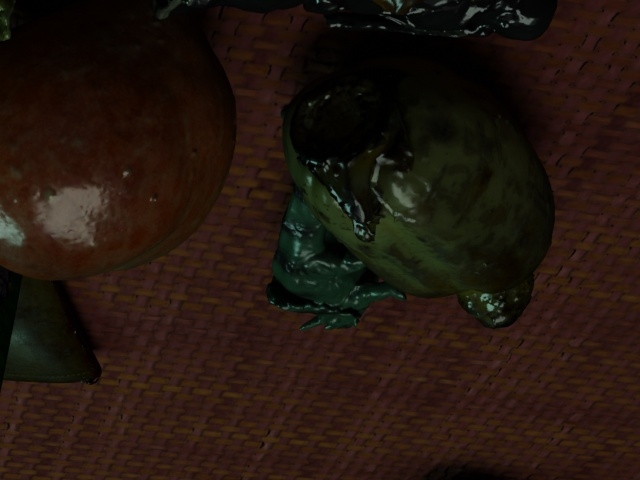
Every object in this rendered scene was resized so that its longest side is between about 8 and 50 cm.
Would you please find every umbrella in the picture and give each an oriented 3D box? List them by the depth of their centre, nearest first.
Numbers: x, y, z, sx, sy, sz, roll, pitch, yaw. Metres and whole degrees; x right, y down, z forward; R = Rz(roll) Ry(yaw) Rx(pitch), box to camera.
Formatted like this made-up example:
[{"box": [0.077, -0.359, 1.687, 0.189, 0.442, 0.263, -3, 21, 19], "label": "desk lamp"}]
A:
[{"box": [-0.006, -0.178, 1.277, 0.357, 0.106, 0.113, 10, -173, -23], "label": "umbrella"}]

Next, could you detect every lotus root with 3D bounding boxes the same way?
[{"box": [0.082, -0.034, 1.486, 0.173, 0.173, 0.309, -15, 147, 22], "label": "lotus root"}]

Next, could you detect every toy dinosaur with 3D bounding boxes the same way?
[{"box": [0.018, 0.000, 1.616, 0.120, 0.079, 0.292, 0, 146, -5], "label": "toy dinosaur"}]

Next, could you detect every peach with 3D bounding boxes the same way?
[{"box": [-0.159, -0.086, 1.365, 0.232, 0.232, 0.232, -1, 149, -1], "label": "peach"}]

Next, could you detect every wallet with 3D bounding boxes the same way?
[{"box": [-0.291, 0.061, 1.748, 0.137, 0.031, 0.255, -2, 148, 7], "label": "wallet"}]

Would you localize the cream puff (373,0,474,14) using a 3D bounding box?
[{"box": [0.081, -0.234, 1.159, 0.269, 0.155, 0.241, -13, 153, 8], "label": "cream puff"}]

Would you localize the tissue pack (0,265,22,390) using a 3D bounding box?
[{"box": [-0.313, 0.055, 1.540, 0.156, 0.209, 0.148, -29, 127, 25], "label": "tissue pack"}]

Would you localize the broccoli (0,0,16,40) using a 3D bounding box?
[{"box": [-0.281, -0.125, 1.183, 0.186, 0.302, 0.254, -1, 144, -4], "label": "broccoli"}]
